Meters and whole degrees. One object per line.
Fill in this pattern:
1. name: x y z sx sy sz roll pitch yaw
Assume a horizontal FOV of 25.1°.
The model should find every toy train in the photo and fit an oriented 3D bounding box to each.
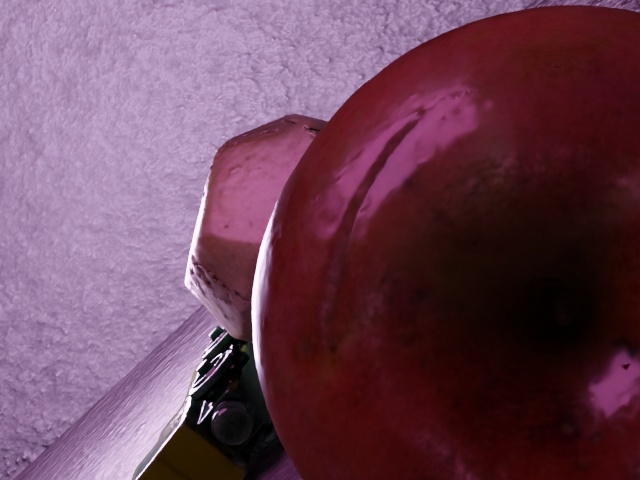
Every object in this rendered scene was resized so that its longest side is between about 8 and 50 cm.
1. toy train: -0.144 0.247 2.006 0.237 0.150 0.369 -50 6 8

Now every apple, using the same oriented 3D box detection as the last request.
1. apple: 0.141 0.046 0.858 0.364 0.364 0.364 -44 8 8

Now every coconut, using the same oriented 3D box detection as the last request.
1. coconut: 0.000 0.000 1.920 0.352 0.352 0.352 -44 8 8
